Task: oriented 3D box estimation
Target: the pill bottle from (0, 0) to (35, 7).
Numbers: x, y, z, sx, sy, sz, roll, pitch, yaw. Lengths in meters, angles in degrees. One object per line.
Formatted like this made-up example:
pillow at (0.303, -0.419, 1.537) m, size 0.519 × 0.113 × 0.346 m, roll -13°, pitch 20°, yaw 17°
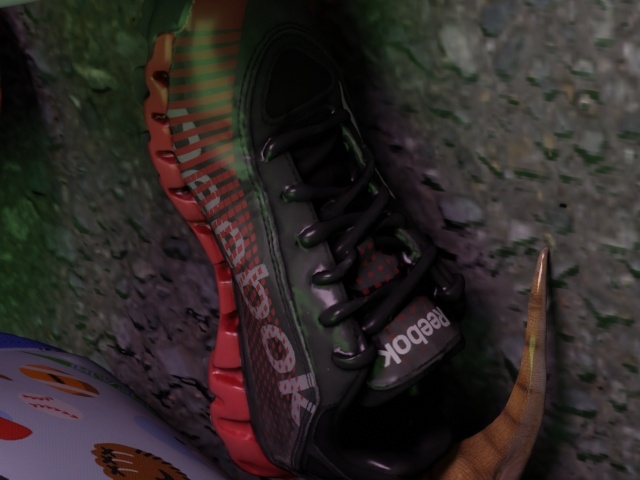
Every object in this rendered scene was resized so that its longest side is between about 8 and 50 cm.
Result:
pill bottle at (-0.138, -0.294, 0.520) m, size 0.224 × 0.224 × 0.392 m, roll 6°, pitch 120°, yaw 35°

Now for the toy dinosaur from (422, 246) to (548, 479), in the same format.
toy dinosaur at (0.076, 0.115, 0.712) m, size 0.112 × 0.064 × 0.211 m, roll 45°, pitch 134°, yaw 9°

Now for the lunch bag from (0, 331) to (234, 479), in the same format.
lunch bag at (-0.095, 0.201, 0.694) m, size 0.328 × 0.385 × 0.239 m, roll 33°, pitch 100°, yaw 18°

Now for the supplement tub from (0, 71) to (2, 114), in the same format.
supplement tub at (-0.344, -0.071, 0.828) m, size 0.338 × 0.207 × 0.207 m, roll -3°, pitch 114°, yaw 40°

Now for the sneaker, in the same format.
sneaker at (0.000, 0.000, 0.668) m, size 0.135 × 0.097 × 0.276 m, roll 18°, pitch 128°, yaw 43°
